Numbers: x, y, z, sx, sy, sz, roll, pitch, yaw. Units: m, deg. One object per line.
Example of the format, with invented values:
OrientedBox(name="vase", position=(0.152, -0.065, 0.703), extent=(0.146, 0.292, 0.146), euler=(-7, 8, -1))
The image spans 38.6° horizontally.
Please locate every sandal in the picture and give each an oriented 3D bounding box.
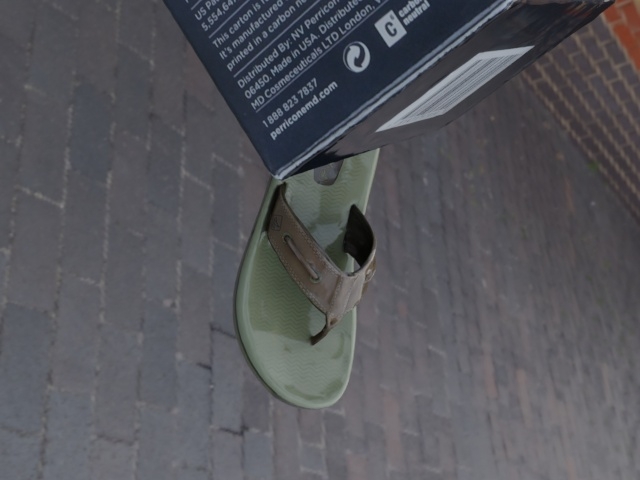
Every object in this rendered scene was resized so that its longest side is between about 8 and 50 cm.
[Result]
OrientedBox(name="sandal", position=(-0.001, -0.001, 0.802), extent=(0.120, 0.086, 0.303), euler=(8, 89, -25))

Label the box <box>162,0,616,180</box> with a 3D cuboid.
OrientedBox(name="box", position=(0.007, -0.283, 0.697), extent=(0.395, 0.212, 0.293), euler=(57, 32, 4))
